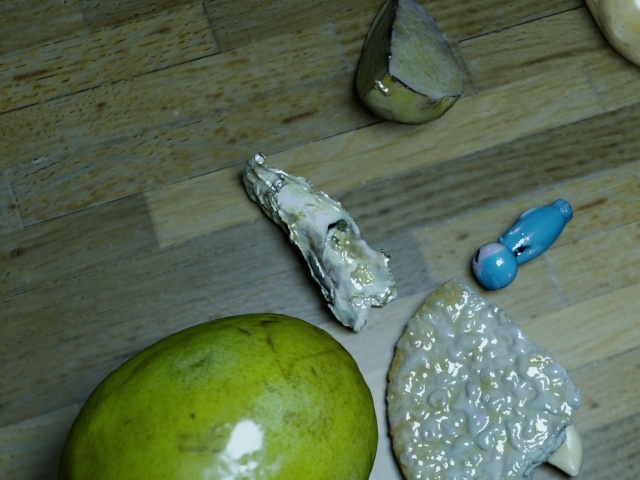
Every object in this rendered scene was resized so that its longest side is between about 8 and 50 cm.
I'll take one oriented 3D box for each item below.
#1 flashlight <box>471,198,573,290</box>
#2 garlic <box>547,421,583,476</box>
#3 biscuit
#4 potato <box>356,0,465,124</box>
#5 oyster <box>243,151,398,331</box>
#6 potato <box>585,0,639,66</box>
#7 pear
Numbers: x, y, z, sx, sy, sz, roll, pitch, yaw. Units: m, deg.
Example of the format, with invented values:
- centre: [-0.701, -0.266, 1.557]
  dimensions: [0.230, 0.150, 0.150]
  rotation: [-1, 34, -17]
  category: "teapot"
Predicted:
- centre: [0.209, 0.004, 1.336]
  dimensions: [0.129, 0.051, 0.051]
  rotation: [-35, 80, -22]
  category: "flashlight"
- centre: [0.224, 0.193, 1.282]
  dimensions: [0.083, 0.041, 0.053]
  rotation: [23, 83, 12]
  category: "garlic"
- centre: [0.158, 0.162, 1.264]
  dimensions: [0.188, 0.040, 0.266]
  rotation: [-7, 71, 10]
  category: "biscuit"
- centre: [0.087, -0.173, 1.369]
  dimensions: [0.100, 0.089, 0.172]
  rotation: [27, 38, -19]
  category: "potato"
- centre: [0.002, 0.000, 1.317]
  dimensions: [0.106, 0.061, 0.200]
  rotation: [-16, 77, -30]
  category: "oyster"
- centre: [0.359, -0.242, 1.397]
  dimensions: [0.178, 0.118, 0.109]
  rotation: [36, 107, -9]
  category: "potato"
- centre: [-0.083, 0.198, 1.139]
  dimensions: [0.307, 0.253, 0.253]
  rotation: [-32, 79, -25]
  category: "pear"
